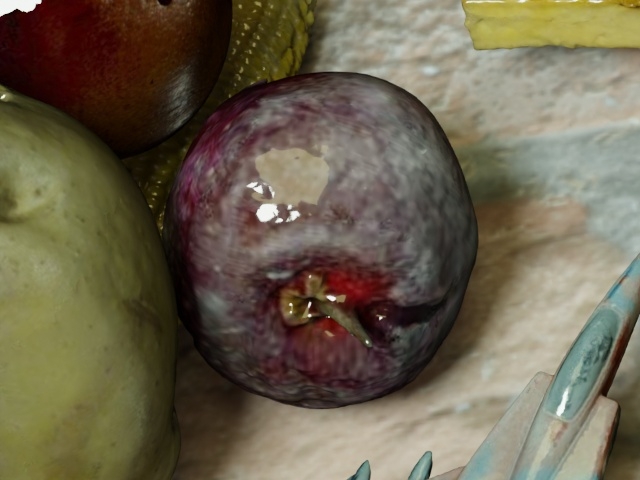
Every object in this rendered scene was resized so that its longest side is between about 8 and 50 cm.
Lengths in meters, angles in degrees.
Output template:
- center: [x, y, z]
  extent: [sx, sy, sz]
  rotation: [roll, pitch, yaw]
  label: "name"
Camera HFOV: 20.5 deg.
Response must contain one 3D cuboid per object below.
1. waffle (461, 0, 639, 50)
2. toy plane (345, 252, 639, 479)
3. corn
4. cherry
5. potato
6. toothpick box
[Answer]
- center: [0.188, -0.218, 1.126]
  extent: [0.168, 0.057, 0.274]
  rotation: [1, 45, 13]
  label: "waffle"
- center: [0.108, 0.144, 0.930]
  extent: [0.223, 0.104, 0.326]
  rotation: [21, 62, 24]
  label: "toy plane"
- center: [-0.080, -0.058, 1.113]
  extent: [0.087, 0.086, 0.288]
  rotation: [13, 61, 21]
  label: "corn"
- center: [0.003, -0.005, 1.001]
  extent: [0.195, 0.195, 0.195]
  rotation: [-6, 58, 10]
  label: "cherry"
- center: [-0.193, 0.051, 0.933]
  extent: [0.243, 0.326, 0.221]
  rotation: [-7, 31, 13]
  label: "potato"
- center: [-0.188, -0.139, 1.077]
  extent: [0.294, 0.192, 0.192]
  rotation: [-1, 53, 51]
  label: "toothpick box"
